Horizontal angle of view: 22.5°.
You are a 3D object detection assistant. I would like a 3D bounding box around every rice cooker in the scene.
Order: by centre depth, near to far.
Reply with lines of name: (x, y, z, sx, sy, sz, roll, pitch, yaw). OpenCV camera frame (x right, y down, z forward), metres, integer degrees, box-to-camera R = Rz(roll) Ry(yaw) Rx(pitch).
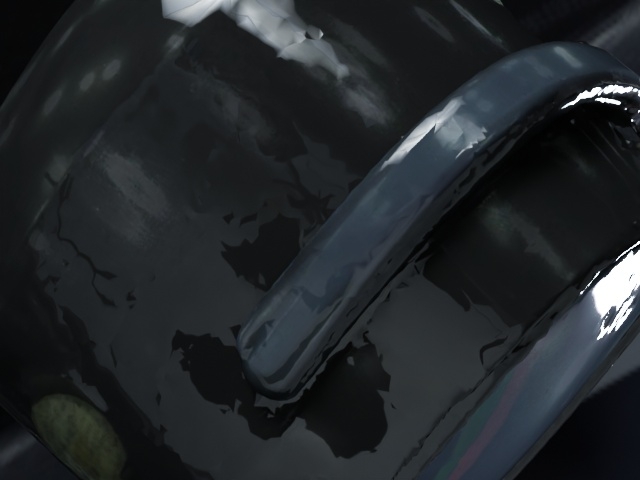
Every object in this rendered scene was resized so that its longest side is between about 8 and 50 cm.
rice cooker: (0.000, 0.000, 0.624, 0.224, 0.267, 0.267, 43, -52, 19)
